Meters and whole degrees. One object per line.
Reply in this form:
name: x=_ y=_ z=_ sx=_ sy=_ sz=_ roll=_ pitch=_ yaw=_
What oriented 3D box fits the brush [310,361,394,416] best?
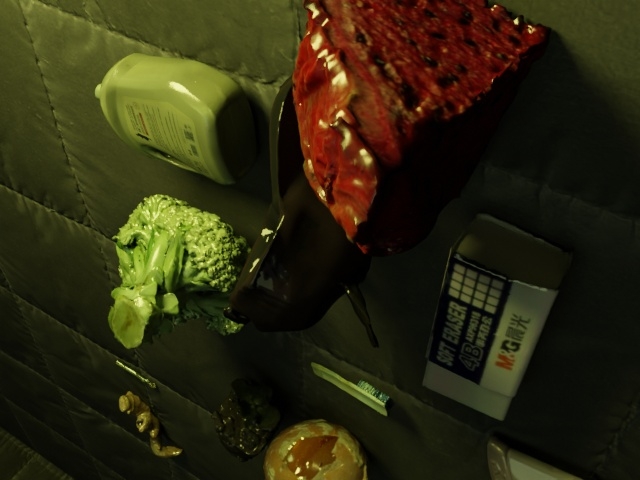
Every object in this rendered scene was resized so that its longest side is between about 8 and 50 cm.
brush: x=0.055 y=0.253 z=1.231 sx=0.178 sy=0.030 sz=0.033 roll=23 pitch=149 yaw=40

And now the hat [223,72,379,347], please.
hat: x=0.019 y=-0.031 z=0.830 sx=0.209 sy=0.238 sz=0.336 roll=13 pitch=102 yaw=-6

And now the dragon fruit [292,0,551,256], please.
dragon fruit: x=0.078 y=-0.128 z=0.624 sx=0.240 sy=0.330 sz=0.302 roll=-31 pitch=104 yaw=30

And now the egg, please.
egg: x=-0.011 y=0.441 z=1.345 sx=0.233 sy=0.195 sz=0.195 roll=12 pitch=135 yaw=45

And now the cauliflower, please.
cauliflower: x=-0.245 y=0.067 z=1.120 sx=0.272 sy=0.250 sz=0.275 roll=25 pitch=136 yaw=18

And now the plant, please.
plant: x=-0.145 y=0.367 z=1.438 sx=0.142 sy=0.131 sz=0.203 roll=32 pitch=141 yaw=18

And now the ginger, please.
ginger: x=-0.472 y=0.521 z=1.942 sx=0.089 sy=0.075 sz=0.288 roll=-117 pitch=2 yaw=-58

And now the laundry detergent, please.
laundry detergent: x=-0.214 y=-0.175 z=0.975 sx=0.253 sy=0.091 sz=0.181 roll=20 pitch=145 yaw=25

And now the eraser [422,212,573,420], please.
eraser: x=0.214 y=0.108 z=0.886 sx=0.130 sy=0.086 sz=0.287 roll=23 pitch=140 yaw=21

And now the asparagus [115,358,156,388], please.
asparagus: x=-0.475 y=0.345 z=1.808 sx=0.127 sy=0.018 sz=0.015 roll=30 pitch=103 yaw=10

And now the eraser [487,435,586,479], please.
eraser: x=0.357 y=0.434 z=1.113 sx=0.204 sy=0.059 sz=0.243 roll=17 pitch=133 yaw=29
